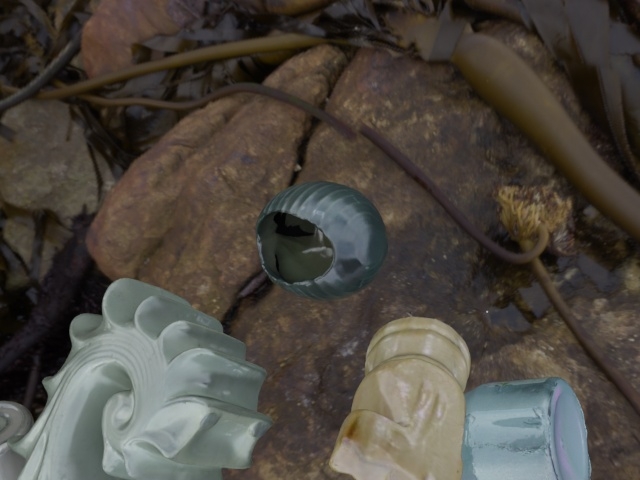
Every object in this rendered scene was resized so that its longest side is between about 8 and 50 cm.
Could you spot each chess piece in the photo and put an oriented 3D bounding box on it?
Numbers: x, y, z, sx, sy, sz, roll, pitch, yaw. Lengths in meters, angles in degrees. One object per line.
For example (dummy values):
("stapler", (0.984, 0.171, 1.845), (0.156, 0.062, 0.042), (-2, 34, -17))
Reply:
("chess piece", (0.099, 0.191, 0.671), (0.137, 0.301, 0.137), (3, 104, 11))

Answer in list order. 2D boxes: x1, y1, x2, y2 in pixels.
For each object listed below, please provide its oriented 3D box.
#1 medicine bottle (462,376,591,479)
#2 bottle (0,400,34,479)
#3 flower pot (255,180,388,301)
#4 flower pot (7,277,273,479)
("medicine bottle", (0.351, 0.403, 1.206), (0.290, 0.245, 0.245), (-15, 79, 34))
("bottle", (-0.470, 0.370, 0.905), (0.120, 0.120, 0.253), (12, 118, 16))
("flower pot", (0.000, 0.000, 0.967), (0.243, 0.157, 0.189), (11, 105, 54))
("flower pot", (-0.226, 0.242, 0.672), (0.254, 0.164, 0.367), (32, 91, 42))
